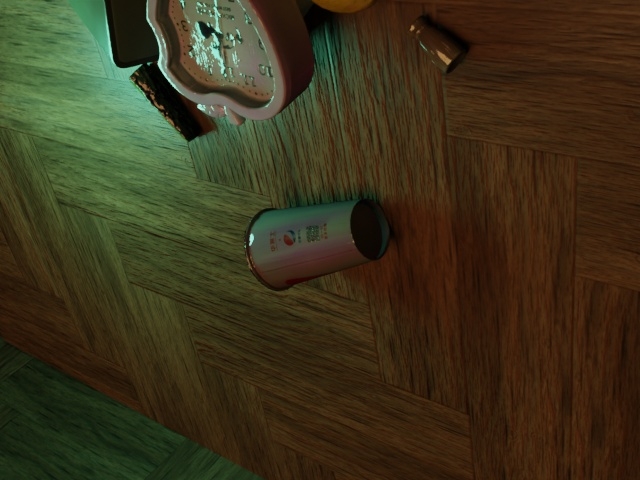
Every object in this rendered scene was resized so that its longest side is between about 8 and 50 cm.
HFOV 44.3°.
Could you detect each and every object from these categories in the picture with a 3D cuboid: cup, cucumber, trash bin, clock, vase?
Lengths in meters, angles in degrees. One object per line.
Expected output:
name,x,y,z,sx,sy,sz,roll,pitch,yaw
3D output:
cup,0.000,0.000,1.732,0.288,0.203,0.203,-13,113,42
cucumber,-0.369,-0.330,1.899,0.211,0.062,0.078,47,176,-7
trash bin,-0.435,-0.540,1.621,0.343,0.158,0.223,45,147,36
clock,-0.170,-0.372,1.457,0.339,0.102,0.338,26,140,24
vase,0.197,-0.337,1.346,0.101,0.053,0.053,45,142,11

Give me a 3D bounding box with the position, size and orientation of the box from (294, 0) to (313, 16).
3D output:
box,-0.127,-0.475,1.493,0.194,0.111,0.260,50,141,-2

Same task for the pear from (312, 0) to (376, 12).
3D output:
pear,0.032,-0.470,1.318,0.178,0.178,0.178,25,137,27
